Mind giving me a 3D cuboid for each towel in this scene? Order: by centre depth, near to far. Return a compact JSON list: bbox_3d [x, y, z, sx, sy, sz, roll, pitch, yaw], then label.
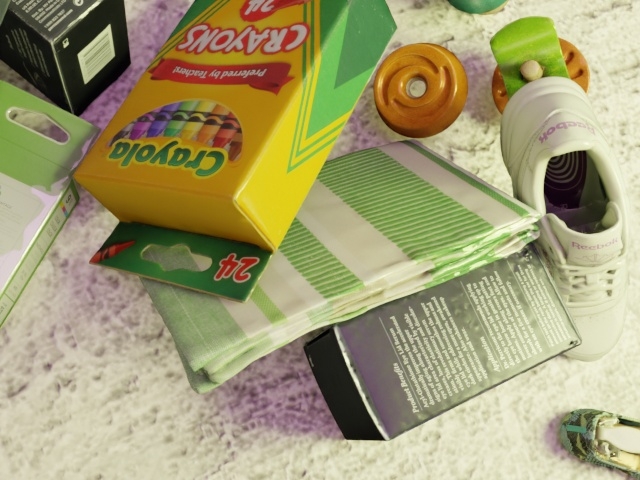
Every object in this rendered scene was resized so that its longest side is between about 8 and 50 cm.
[{"bbox_3d":[0.000,0.000,0.715,0.325,0.248,0.038,-23,124,-15],"label":"towel"}]

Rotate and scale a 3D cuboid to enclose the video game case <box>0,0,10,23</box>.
[{"bbox_3d":[-0.353,-0.137,0.641,0.026,0.274,0.196,1,39,-52],"label":"video game case"}]

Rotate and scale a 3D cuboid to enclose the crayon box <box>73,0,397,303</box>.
[{"bbox_3d":[-0.084,-0.110,0.711,0.202,0.081,0.318,9,61,34],"label":"crayon box"}]

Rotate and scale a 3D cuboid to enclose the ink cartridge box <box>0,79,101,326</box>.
[{"bbox_3d":[-0.302,-0.033,0.728,0.109,0.062,0.209,26,72,-2],"label":"ink cartridge box"}]

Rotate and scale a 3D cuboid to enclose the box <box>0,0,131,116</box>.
[{"bbox_3d":[-0.272,-0.224,0.736,0.158,0.156,0.093,39,71,1],"label":"box"}]

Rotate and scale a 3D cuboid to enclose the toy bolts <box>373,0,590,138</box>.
[{"bbox_3d":[0.168,-0.217,0.851,0.218,0.158,0.228,-13,86,20],"label":"toy bolts"}]

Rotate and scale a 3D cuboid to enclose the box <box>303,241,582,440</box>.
[{"bbox_3d":[0.105,0.097,0.726,0.207,0.153,0.108,-23,82,-14],"label":"box"}]

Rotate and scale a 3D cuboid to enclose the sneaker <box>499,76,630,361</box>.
[{"bbox_3d":[0.232,0.009,0.732,0.114,0.152,0.305,-15,118,10],"label":"sneaker"}]

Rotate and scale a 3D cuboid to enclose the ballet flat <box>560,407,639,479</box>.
[{"bbox_3d":[0.339,0.215,0.785,0.189,0.070,0.070,12,74,-8],"label":"ballet flat"}]
